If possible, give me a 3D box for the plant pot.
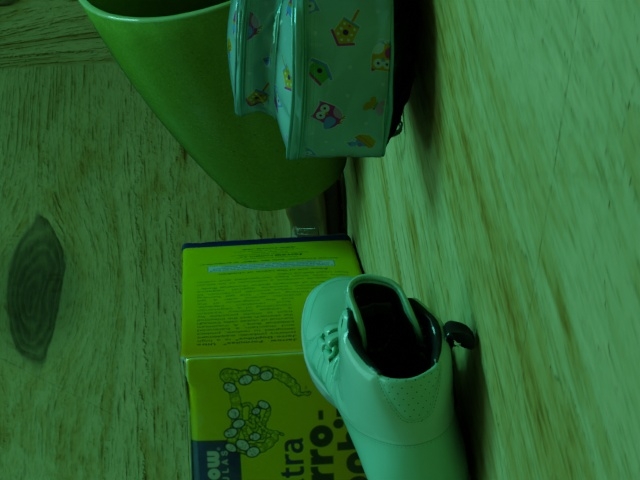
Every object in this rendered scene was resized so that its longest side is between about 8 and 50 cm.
[{"bbox_3d":[-0.077,-0.185,1.705,0.275,0.275,0.293,-99,-8,-52],"label":"plant pot"}]

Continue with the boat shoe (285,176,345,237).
[{"bbox_3d":[0.000,0.000,1.929,0.073,0.073,0.207,-27,-56,-53],"label":"boat shoe"}]

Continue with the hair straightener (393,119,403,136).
[{"bbox_3d":[0.041,-0.155,1.412,0.230,0.047,0.089,-104,10,-46],"label":"hair straightener"}]

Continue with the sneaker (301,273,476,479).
[{"bbox_3d":[0.043,0.062,1.115,0.256,0.094,0.151,-117,16,-55],"label":"sneaker"}]

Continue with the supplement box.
[{"bbox_3d":[-0.043,0.139,1.691,0.356,0.195,0.194,-104,11,-72],"label":"supplement box"}]

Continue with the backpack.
[{"bbox_3d":[0.003,-0.150,1.214,0.188,0.144,0.166,-102,14,-52],"label":"backpack"}]
